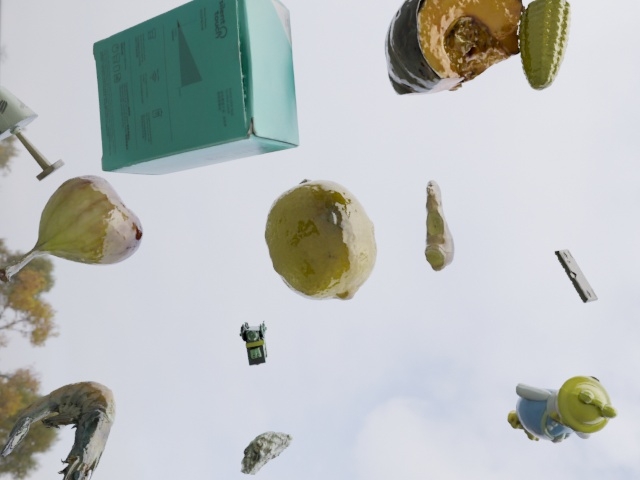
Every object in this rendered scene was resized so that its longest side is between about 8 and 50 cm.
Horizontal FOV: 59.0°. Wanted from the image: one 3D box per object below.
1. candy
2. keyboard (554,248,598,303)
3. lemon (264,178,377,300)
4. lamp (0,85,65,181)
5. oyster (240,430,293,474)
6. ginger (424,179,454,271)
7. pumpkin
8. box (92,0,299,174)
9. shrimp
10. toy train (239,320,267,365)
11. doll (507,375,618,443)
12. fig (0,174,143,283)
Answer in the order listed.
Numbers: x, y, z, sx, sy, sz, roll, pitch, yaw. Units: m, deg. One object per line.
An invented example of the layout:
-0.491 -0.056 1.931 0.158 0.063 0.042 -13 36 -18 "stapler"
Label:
0.471 -0.411 1.198 0.106 0.094 0.199 -3 -110 40 "candy"
0.558 0.076 1.237 0.015 0.049 0.129 -47 -124 44 "keyboard"
0.001 0.002 1.302 0.260 0.260 0.284 -26 -82 51 "lemon"
-0.693 -0.243 1.310 0.121 0.121 0.215 -8 -57 53 "lamp"
-0.111 0.439 1.154 0.037 0.098 0.100 24 -91 50 "oyster"
0.361 -0.050 1.737 0.086 0.131 0.295 -16 -112 40 "ginger"
0.294 -0.480 1.318 0.225 0.303 0.256 -19 -91 70 "pumpkin"
-0.185 -0.213 0.818 0.311 0.118 0.205 -6 -90 34 "box"
-0.388 0.293 0.842 0.217 0.150 0.051 -106 -163 -58 "shrimp"
-0.127 0.196 1.095 0.122 0.050 0.081 143 -60 -86 "toy train"
0.421 0.295 0.990 0.135 0.098 0.241 65 -18 17 "doll"
-0.396 -0.019 0.909 0.143 0.231 0.160 -34 -90 23 "fig"
